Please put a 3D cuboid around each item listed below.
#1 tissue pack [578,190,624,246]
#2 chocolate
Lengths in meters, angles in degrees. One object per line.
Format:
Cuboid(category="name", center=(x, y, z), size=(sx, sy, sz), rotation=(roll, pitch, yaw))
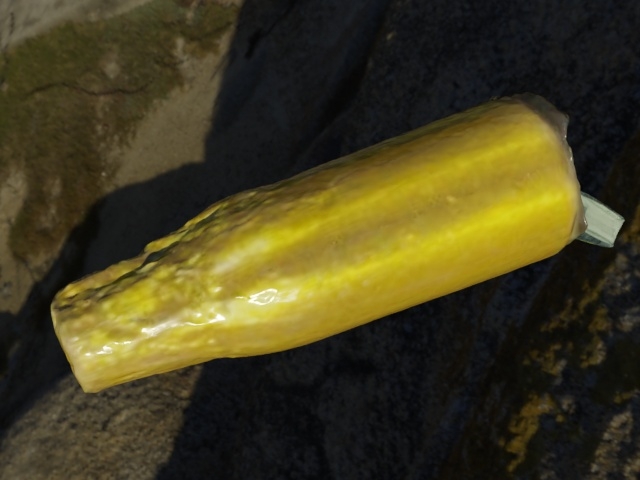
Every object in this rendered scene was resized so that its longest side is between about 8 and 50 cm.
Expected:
Cuboid(category="tissue pack", center=(0.424, -0.071, 1.503), size=(0.257, 0.185, 0.081), rotation=(26, 95, 47))
Cuboid(category="chocolate", center=(0.000, 0.000, 0.658), size=(0.446, 0.162, 0.162), rotation=(-19, 37, -17))
